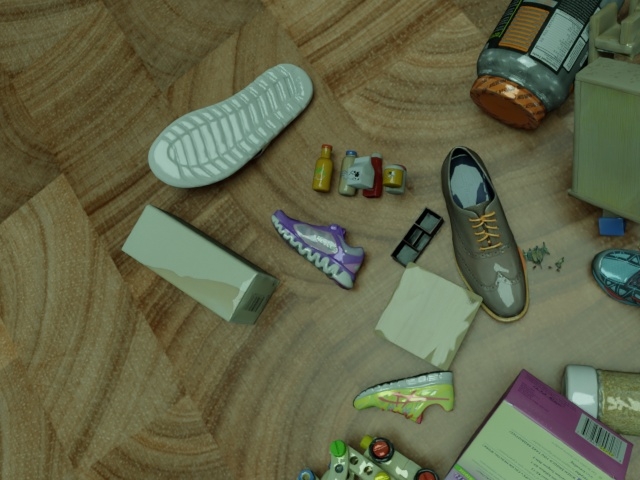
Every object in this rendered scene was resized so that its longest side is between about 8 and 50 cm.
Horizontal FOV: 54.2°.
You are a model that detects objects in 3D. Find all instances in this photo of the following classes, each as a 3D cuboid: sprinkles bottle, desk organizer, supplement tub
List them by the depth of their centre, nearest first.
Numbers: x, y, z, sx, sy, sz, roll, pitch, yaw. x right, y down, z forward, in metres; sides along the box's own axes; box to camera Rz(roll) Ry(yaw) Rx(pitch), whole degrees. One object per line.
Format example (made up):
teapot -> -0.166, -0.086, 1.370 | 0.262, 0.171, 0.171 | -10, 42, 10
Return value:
sprinkles bottle -> 0.615, 0.294, 1.097 | 0.356, 0.121, 0.121 | 3, 81, 16
supplement tub -> 0.440, -0.392, 1.235 | 0.194, 0.193, 0.315 | 31, 90, 19
desk organizer -> 0.203, -0.005, 1.306 | 0.047, 0.050, 0.130 | 36, 91, 19

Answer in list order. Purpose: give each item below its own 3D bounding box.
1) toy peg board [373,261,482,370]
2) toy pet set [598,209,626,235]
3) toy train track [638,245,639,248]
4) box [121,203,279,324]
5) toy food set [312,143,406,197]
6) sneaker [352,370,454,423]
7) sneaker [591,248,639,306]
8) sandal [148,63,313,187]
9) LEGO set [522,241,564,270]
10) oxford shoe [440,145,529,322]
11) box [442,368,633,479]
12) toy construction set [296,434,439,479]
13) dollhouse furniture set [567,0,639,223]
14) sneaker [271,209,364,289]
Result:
toy peg board -> 0.217, 0.151, 1.262 | 0.161, 0.079, 0.161 | 27, 89, 13
toy pet set -> 0.586, -0.042, 1.174 | 0.114, 0.122, 0.065 | 2, 86, 32
toy train track -> 0.649, -0.009, 1.201 | 0.083, 0.014, 0.048 | -38, 79, 12
box -> -0.263, 0.053, 1.379 | 0.311, 0.148, 0.121 | 30, 90, 20
toy food set -> 0.096, -0.154, 1.323 | 0.232, 0.111, 0.104 | -1, 78, 47
sneaker -> 0.167, 0.321, 1.241 | 0.209, 0.081, 0.094 | -14, 79, 12
sneaker -> 0.624, 0.089, 1.130 | 0.262, 0.125, 0.104 | 32, 89, 19
sandal -> -0.194, -0.248, 1.445 | 0.417, 0.102, 0.169 | -31, 88, -5
LEGO set -> 0.442, 0.035, 1.250 | 0.083, 0.023, 0.054 | 39, 94, 5
oxford shoe -> 0.313, -0.014, 1.233 | 0.130, 0.133, 0.363 | -21, 75, 11
box -> 0.372, 0.392, 1.093 | 0.214, 0.117, 0.242 | 35, 123, 19
toy construction set -> 0.108, 0.501, 1.184 | 0.328, 0.151, 0.215 | 34, 71, 14
dollhouse furniture set -> 0.630, -0.246, 1.089 | 0.394, 0.256, 0.362 | -36, 44, -21
sneaker -> 0.000, 0.000, 1.347 | 0.236, 0.095, 0.104 | 37, 85, 14
